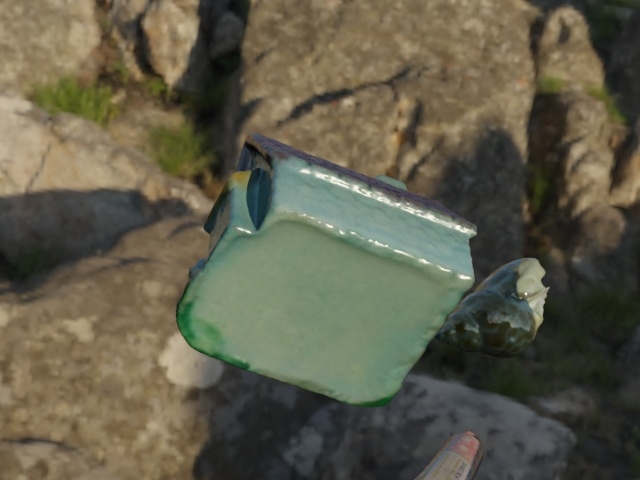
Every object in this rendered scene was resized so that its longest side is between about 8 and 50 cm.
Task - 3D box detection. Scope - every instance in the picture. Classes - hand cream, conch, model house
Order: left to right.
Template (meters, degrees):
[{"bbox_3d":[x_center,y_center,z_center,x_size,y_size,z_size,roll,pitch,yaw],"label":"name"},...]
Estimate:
[{"bbox_3d":[0.000,0.000,1.321,0.280,0.230,0.249,22,33,-16],"label":"model house"},{"bbox_3d":[0.126,0.248,1.212,0.067,0.043,0.209,34,23,9],"label":"hand cream"},{"bbox_3d":[0.246,0.098,1.603,0.106,0.173,0.116,15,-27,30],"label":"conch"}]
